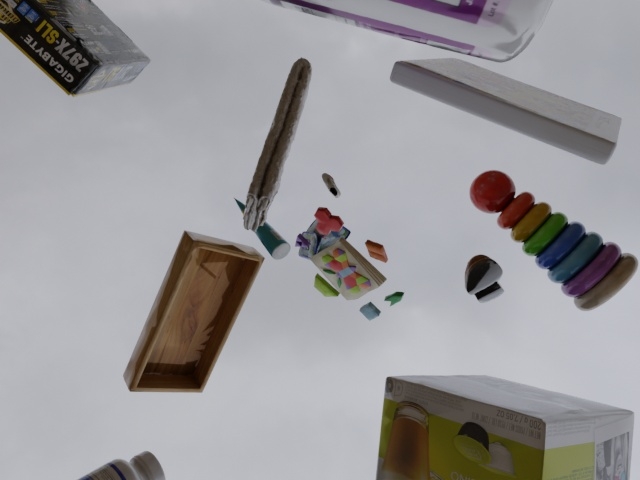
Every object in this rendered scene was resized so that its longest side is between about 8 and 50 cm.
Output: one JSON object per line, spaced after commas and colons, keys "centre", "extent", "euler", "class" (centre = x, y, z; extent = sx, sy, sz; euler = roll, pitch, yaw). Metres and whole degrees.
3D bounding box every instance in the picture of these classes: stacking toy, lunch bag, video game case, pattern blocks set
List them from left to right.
{"centre": [0.000, 0.000, 1.639], "extent": [0.151, 0.096, 0.129], "euler": [-54, -157, -11], "class": "lunch bag"}
{"centre": [0.071, 0.079, 1.387], "extent": [0.325, 0.285, 0.026], "euler": [37, -133, 0], "class": "pattern blocks set"}
{"centre": [0.218, -0.158, 0.577], "extent": [0.227, 0.026, 0.206], "euler": [28, -150, 20], "class": "video game case"}
{"centre": [0.436, -0.021, 1.003], "extent": [0.141, 0.141, 0.330], "euler": [-40, -104, -22], "class": "stacking toy"}

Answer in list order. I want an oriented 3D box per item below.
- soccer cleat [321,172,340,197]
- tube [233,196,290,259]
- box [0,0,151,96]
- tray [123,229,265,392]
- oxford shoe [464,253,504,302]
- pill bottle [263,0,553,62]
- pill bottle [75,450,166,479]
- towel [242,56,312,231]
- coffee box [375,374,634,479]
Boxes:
{"centre": [0.029, -0.157, 1.448], "extent": [0.029, 0.036, 0.083], "euler": [-33, -96, 15], "class": "soccer cleat"}
{"centre": [-0.151, -0.034, 1.294], "extent": [0.052, 0.080, 0.207], "euler": [-39, -126, -5], "class": "tube"}
{"centre": [-0.454, -0.383, 0.895], "extent": [0.079, 0.257, 0.322], "euler": [-43, -162, 12], "class": "box"}
{"centre": [-0.318, 0.189, 1.283], "extent": [0.076, 0.203, 0.410], "euler": [38, -74, 46], "class": "tray"}
{"centre": [0.313, 0.064, 1.017], "extent": [0.076, 0.212, 0.075], "euler": [-26, -117, 10], "class": "oxford shoe"}
{"centre": [0.030, -0.255, 0.389], "extent": [0.302, 0.169, 0.169], "euler": [17, -129, 5], "class": "pill bottle"}
{"centre": [-0.514, 0.619, 1.213], "extent": [0.152, 0.152, 0.272], "euler": [24, -154, 34], "class": "pill bottle"}
{"centre": [-0.075, -0.162, 0.910], "extent": [0.049, 0.187, 0.281], "euler": [18, -107, -7], "class": "towel"}
{"centre": [0.343, 0.458, 0.984], "extent": [0.338, 0.339, 0.333], "euler": [1, -98, 51], "class": "coffee box"}
